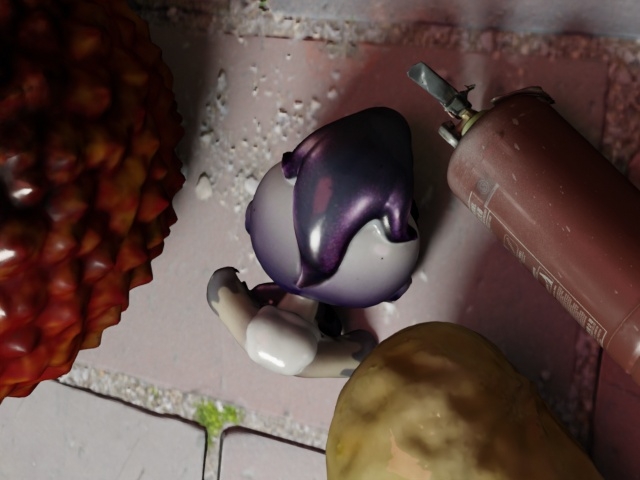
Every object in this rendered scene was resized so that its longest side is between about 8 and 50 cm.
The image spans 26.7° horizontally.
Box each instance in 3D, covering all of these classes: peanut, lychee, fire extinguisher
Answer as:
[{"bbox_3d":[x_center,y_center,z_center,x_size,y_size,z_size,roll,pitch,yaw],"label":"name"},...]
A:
[{"bbox_3d":[0.123,0.242,0.928,0.192,0.169,0.387,-17,88,5],"label":"peanut"},{"bbox_3d":[-0.352,-0.053,1.104,0.500,0.424,0.424,-19,81,12],"label":"lychee"},{"bbox_3d":[0.165,-0.022,0.917,0.269,0.105,0.105,50,118,23],"label":"fire extinguisher"}]

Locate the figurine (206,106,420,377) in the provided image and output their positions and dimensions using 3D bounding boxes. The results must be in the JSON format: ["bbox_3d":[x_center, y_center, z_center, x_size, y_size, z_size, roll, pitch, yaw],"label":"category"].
[{"bbox_3d":[0.000,0.000,1.013,0.145,0.145,0.222,37,117,28],"label":"figurine"}]
